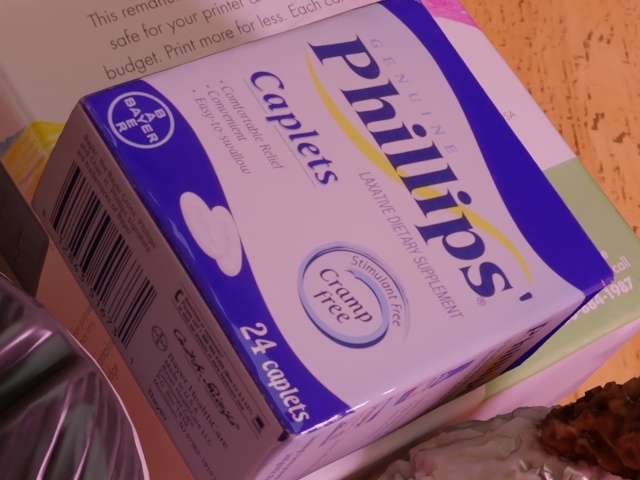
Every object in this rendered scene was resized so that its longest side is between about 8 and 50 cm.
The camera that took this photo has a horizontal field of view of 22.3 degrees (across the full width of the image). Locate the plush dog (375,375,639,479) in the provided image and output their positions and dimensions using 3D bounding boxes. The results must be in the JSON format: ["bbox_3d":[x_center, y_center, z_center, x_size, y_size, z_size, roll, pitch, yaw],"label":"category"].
[{"bbox_3d":[0.106,0.152,0.551,0.225,0.262,0.210,46,18,-7],"label":"plush dog"}]

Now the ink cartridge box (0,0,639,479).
[{"bbox_3d":[-0.052,-0.057,0.664,0.207,0.119,0.353,-23,71,-33],"label":"ink cartridge box"}]

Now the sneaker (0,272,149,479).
[{"bbox_3d":[-0.247,0.023,0.469,0.448,0.257,0.169,29,76,6],"label":"sneaker"}]

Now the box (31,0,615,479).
[{"bbox_3d":[0.000,0.000,0.529,0.137,0.072,0.126,-23,72,-33],"label":"box"}]
